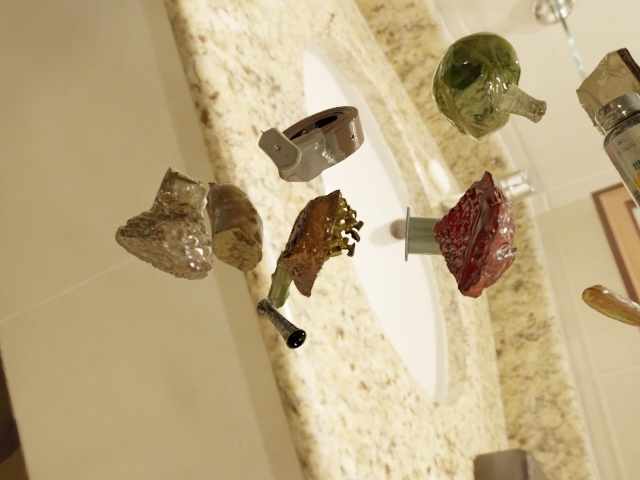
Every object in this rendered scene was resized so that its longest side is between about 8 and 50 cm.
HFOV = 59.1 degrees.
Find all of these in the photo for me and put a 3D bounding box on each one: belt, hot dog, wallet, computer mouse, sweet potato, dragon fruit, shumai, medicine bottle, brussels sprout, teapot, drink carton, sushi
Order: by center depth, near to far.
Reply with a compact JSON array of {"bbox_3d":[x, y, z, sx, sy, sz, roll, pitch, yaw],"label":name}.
[{"bbox_3d":[-0.252,-0.032,0.998,0.166,0.206,0.175,38,74,-40],"label":"shumai"},{"bbox_3d":[0.378,-0.252,1.049,0.083,0.057,0.067,30,30,13],"label":"teapot"},{"bbox_3d":[0.728,-0.184,1.254,0.141,0.141,0.293,17,48,-57],"label":"medicine bottle"},{"bbox_3d":[0.668,0.146,1.282,0.216,0.066,0.047,21,41,-25],"label":"hot dog"},{"bbox_3d":[0.411,-0.401,1.494,0.210,0.220,0.271,-133,-157,-80],"label":"brussels sprout"},{"bbox_3d":[0.418,0.034,1.551,0.302,0.240,0.330,55,41,-34],"label":"dragon fruit"},{"bbox_3d":[0.002,-0.003,1.577,0.179,0.167,0.296,26,65,-10],"label":"sushi"},{"bbox_3d":[0.866,-0.364,1.581,0.335,0.068,0.275,54,-15,1],"label":"wallet"},{"bbox_3d":[-0.248,-0.065,1.610,0.158,0.158,0.369,43,18,-41],"label":"sweet potato"},{"bbox_3d":[-0.122,-0.270,1.688,0.181,0.089,0.056,46,1,23],"label":"computer mouse"},{"bbox_3d":[-0.007,-0.321,1.872,0.339,0.217,0.122,-34,127,-21],"label":"belt"},{"bbox_3d":[0.416,-0.010,2.164,0.185,0.190,0.190,80,16,-65],"label":"drink carton"}]

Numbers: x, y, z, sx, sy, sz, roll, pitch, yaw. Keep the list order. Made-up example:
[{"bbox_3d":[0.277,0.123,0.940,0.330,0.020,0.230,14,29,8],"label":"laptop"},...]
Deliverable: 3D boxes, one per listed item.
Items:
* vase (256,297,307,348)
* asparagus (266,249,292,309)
[{"bbox_3d":[-0.100,0.206,1.418,0.059,0.059,0.167,43,-4,-41],"label":"vase"},{"bbox_3d":[-0.139,0.145,2.000,0.085,0.343,0.082,22,47,1],"label":"asparagus"}]
